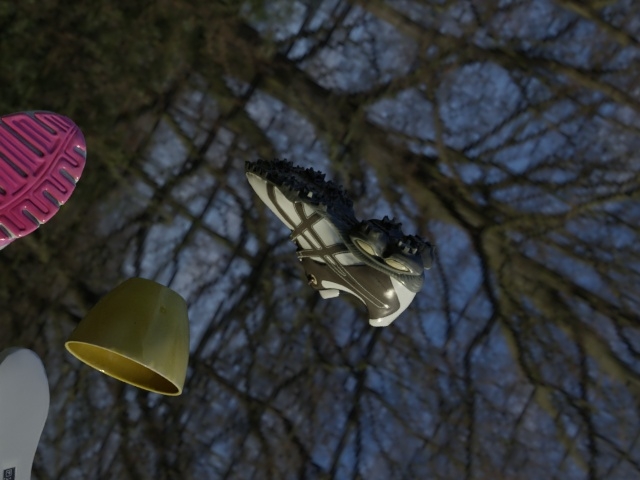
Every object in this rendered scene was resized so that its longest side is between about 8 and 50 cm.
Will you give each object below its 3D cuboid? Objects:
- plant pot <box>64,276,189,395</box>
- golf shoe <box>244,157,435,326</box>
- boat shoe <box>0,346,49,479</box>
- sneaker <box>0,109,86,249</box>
[{"bbox_3d":[-0.194,0.096,1.377,0.095,0.134,0.134,-68,-167,-19],"label":"plant pot"},{"bbox_3d":[0.000,0.000,1.103,0.077,0.198,0.094,-9,129,-55],"label":"golf shoe"},{"bbox_3d":[-0.390,0.252,1.525,0.088,0.096,0.267,14,-76,39],"label":"boat shoe"},{"bbox_3d":[-0.313,-0.027,1.114,0.252,0.103,0.111,-36,-168,0],"label":"sneaker"}]
